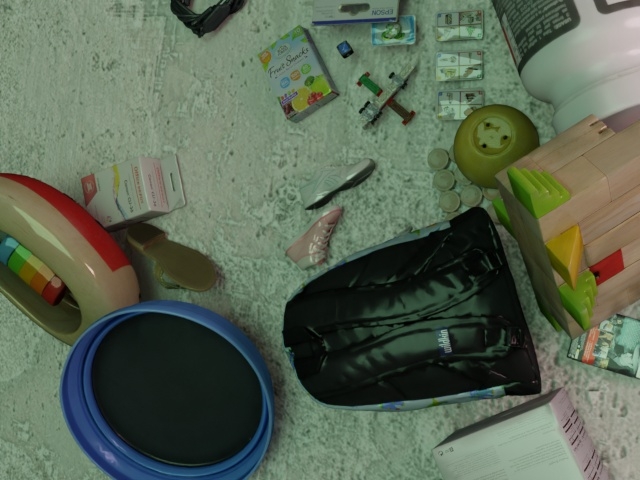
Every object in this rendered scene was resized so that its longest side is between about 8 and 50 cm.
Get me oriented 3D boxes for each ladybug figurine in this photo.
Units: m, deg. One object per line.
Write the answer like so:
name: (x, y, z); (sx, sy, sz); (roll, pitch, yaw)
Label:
ladybug figurine: (-0.519, 0.028, 1.464); (0.449, 0.162, 0.305); (44, 136, -3)

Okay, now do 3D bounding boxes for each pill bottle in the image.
pill bottle: (0.358, -0.321, 1.053); (0.210, 0.210, 0.362); (-21, 76, 24)

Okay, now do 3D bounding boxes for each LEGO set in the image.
LEGO set: (0.149, -0.284, 1.268); (0.244, 0.060, 0.182); (-1, 89, 14)

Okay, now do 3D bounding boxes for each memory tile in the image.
memory tile: (0.241, -0.090, 1.229); (0.113, 0.012, 0.148); (-16, 82, 25)

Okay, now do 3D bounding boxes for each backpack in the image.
backpack: (0.119, 0.136, 1.173); (0.356, 0.273, 0.290); (-18, 83, 3)

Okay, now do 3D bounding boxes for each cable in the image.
cable: (-0.207, -0.487, 1.441); (0.184, 0.047, 0.150); (-43, 67, 22)

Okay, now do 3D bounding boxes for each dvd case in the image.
dvd case: (0.438, 0.152, 1.129); (0.120, 0.013, 0.087); (15, 96, 27)

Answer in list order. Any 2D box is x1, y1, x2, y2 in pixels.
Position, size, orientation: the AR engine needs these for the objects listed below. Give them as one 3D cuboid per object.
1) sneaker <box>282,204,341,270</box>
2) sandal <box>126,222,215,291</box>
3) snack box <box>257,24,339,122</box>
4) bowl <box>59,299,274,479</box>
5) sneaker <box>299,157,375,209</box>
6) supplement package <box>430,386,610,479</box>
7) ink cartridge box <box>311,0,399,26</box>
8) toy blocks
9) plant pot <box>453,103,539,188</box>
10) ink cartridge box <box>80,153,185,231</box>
sneaker: (0.000, 0.000, 1.325); (0.134, 0.051, 0.070); (-42, 74, 23)
sandal: (-0.287, 0.054, 1.464); (0.240, 0.088, 0.079); (33, 135, 30)
snack box: (-0.041, -0.297, 1.355); (0.100, 0.037, 0.141); (-29, 77, 22)
bowl: (-0.269, 0.286, 1.359); (0.391, 0.077, 0.391); (3, 109, 9)
sneaker: (0.024, -0.110, 1.313); (0.152, 0.054, 0.061); (-28, 75, 24)
supplement package: (0.307, 0.354, 1.113); (0.194, 0.149, 0.203); (-29, 77, 23)
ink cartridge box: (0.080, -0.524, 1.286); (0.165, 0.065, 0.332); (7, 91, 26)
toy blocks: (0.396, -0.037, 1.001); (0.261, 0.381, 0.190); (-32, 46, 1)
plant pot: (0.266, -0.152, 1.159); (0.134, 0.095, 0.134); (-1, 85, 16)
ink cartridge box: (-0.371, -0.095, 1.497); (0.198, 0.067, 0.115); (-17, 82, 25)
